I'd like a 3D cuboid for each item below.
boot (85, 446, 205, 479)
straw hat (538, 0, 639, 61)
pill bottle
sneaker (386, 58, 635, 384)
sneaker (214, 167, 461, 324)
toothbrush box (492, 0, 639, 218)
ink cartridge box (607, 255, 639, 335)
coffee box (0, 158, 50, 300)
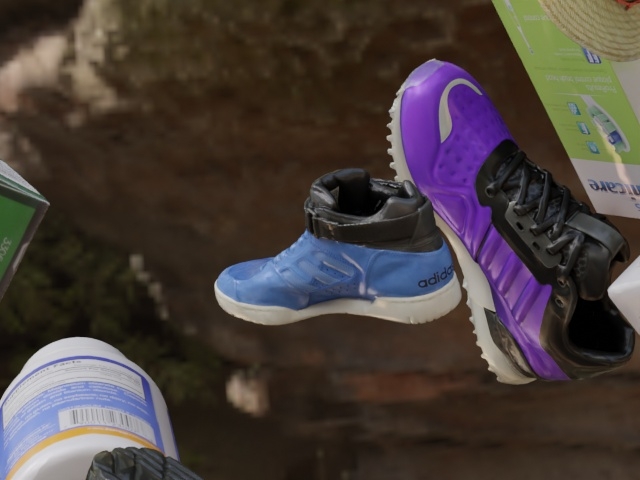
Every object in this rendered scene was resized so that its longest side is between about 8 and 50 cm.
[{"bbox_3d":[-0.053,0.232,0.968,0.083,0.246,0.161,-8,-52,-59],"label":"boot"},{"bbox_3d":[0.210,-0.192,1.265,0.144,0.144,0.061,9,-14,-33],"label":"straw hat"},{"bbox_3d":[-0.194,0.180,1.550,0.152,0.152,0.272,-2,18,-10],"label":"pill bottle"},{"bbox_3d":[0.166,-0.014,1.452,0.146,0.102,0.293,2,-53,47],"label":"sneaker"},{"bbox_3d":[0.001,0.000,1.037,0.152,0.084,0.058,1,28,35],"label":"sneaker"},{"bbox_3d":[0.266,-0.186,1.485,0.206,0.283,0.122,-37,24,-21],"label":"toothbrush box"},{"bbox_3d":[0.388,-0.025,1.059,0.285,0.166,0.395,-43,7,-21],"label":"ink cartridge box"},{"bbox_3d":[-0.181,-0.001,0.802,0.040,0.113,0.184,26,3,-31],"label":"coffee box"}]
